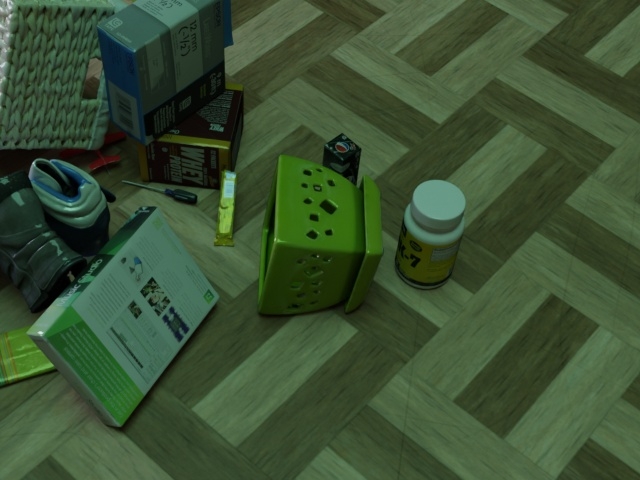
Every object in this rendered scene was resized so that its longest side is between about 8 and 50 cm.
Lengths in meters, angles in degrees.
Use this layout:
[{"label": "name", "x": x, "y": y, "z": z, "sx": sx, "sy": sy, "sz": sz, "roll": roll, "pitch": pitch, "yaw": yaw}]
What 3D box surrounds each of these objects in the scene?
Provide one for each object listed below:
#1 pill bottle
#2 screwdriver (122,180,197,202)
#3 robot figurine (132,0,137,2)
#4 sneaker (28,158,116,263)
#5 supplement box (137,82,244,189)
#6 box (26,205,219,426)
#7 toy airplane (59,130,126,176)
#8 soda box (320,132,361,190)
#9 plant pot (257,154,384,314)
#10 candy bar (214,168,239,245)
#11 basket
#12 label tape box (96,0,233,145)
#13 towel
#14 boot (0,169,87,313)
[{"label": "pill bottle", "x": 0.212, "y": -0.012, "z": 1.860, "sx": 0.119, "sy": 0.208, "sz": 0.119, "roll": 2, "pitch": 51, "yaw": -3}, {"label": "screwdriver", "x": -0.335, "y": -0.107, "z": 2.010, "sx": 0.169, "sy": 0.025, "sz": 0.024, "roll": 17, "pitch": 52, "yaw": 8}, {"label": "robot figurine", "x": -0.409, "y": -0.595, "z": 2.363, "sx": 0.115, "sy": 0.067, "sz": 0.101, "roll": 13, "pitch": 82, "yaw": 4}, {"label": "sneaker", "x": -0.548, "y": -0.095, "z": 1.847, "sx": 0.322, "sy": 0.236, "sz": 0.130, "roll": 21, "pitch": 53, "yaw": 12}, {"label": "supplement box", "x": -0.270, "y": -0.228, "z": 2.043, "sx": 0.191, "sy": 0.129, "sz": 0.194, "roll": 7, "pitch": 51, "yaw": 1}, {"label": "box", "x": -0.334, "y": 0.129, "z": 1.701, "sx": 0.058, "sy": 0.232, "sz": 0.322, "roll": -2, "pitch": 40, "yaw": 40}, {"label": "toy airplane", "x": -0.479, "y": -0.193, "z": 2.064, "sx": 0.151, "sy": 0.028, "sz": 0.151, "roll": 1, "pitch": 52, "yaw": -2}, {"label": "soda box", "x": 0.039, "y": -0.134, "z": 1.968, "sx": 0.053, "sy": 0.169, "sz": 0.060, "roll": -34, "pitch": 62, "yaw": -26}, {"label": "plant pot", "x": 0.000, "y": 0.000, "z": 1.833, "sx": 0.207, "sy": 0.227, "sz": 0.228, "roll": 6, "pitch": 50, "yaw": -8}, {"label": "candy bar", "x": -0.188, "y": -0.068, "z": 1.955, "sx": 0.040, "sy": 0.018, "sz": 0.162, "roll": 4, "pitch": 77, "yaw": -2}, {"label": "basket", "x": -0.598, "y": -0.381, "z": 1.947, "sx": 0.331, "sy": 0.328, "sz": 0.266, "roll": 35, "pitch": 30, "yaw": 30}, {"label": "label tape box", "x": -0.267, "y": -0.385, "z": 1.925, "sx": 0.115, "sy": 0.249, "sz": 0.347, "roll": 36, "pitch": 58, "yaw": 23}, {"label": "towel", "x": -0.525, "y": 0.203, "z": 1.754, "sx": 0.237, "sy": 0.021, "sz": 0.102, "roll": -15, "pitch": 60, "yaw": -17}, {"label": "boot", "x": -0.561, "y": 0.042, "z": 1.742, "sx": 0.118, "sy": 0.338, "sz": 0.223, "roll": -32, "pitch": 88, "yaw": -41}]
